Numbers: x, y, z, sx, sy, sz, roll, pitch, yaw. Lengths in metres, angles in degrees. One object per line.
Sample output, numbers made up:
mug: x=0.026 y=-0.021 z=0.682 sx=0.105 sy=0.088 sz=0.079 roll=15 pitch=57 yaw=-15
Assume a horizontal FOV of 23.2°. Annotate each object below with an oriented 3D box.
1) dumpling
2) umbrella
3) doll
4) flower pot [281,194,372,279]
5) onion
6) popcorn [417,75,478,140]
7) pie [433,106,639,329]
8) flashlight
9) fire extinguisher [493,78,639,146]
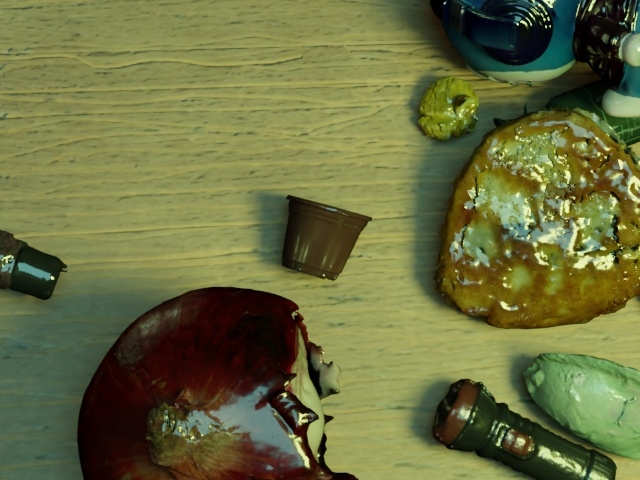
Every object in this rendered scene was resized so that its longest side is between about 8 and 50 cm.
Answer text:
dumpling: x=0.354 y=0.204 z=1.909 sx=0.217 sy=0.149 sz=0.105 roll=34 pitch=88 yaw=-9
umbrella: x=-0.459 y=-0.002 z=1.832 sx=0.326 sy=0.094 sz=0.090 roll=20 pitch=68 yaw=-7
doll: x=0.289 y=-0.298 z=1.929 sx=0.310 sy=0.240 sz=0.284 roll=13 pitch=34 yaw=20
flower pot: x=0.000 y=0.000 z=1.911 sx=0.111 sy=0.111 sz=0.089 roll=15 pitch=91 yaw=-7
onion: x=-0.119 y=0.222 z=1.754 sx=0.341 sy=0.341 sz=0.341 roll=2 pitch=80 yaw=-9
popcorn: x=0.168 y=-0.169 z=1.975 sx=0.084 sy=0.084 sz=0.084 roll=2 pitch=80 yaw=-9
pie: x=0.285 y=-0.027 z=1.926 sx=0.308 sy=0.085 sz=0.308 roll=1 pitch=99 yaw=5
flashlight: x=0.254 y=0.255 z=1.914 sx=0.232 sy=0.093 sz=0.093 roll=27 pitch=77 yaw=-5
fire extinguisher: x=0.383 y=-0.172 z=2.007 sx=0.311 sy=0.095 sz=0.114 roll=-22 pitch=66 yaw=-13
